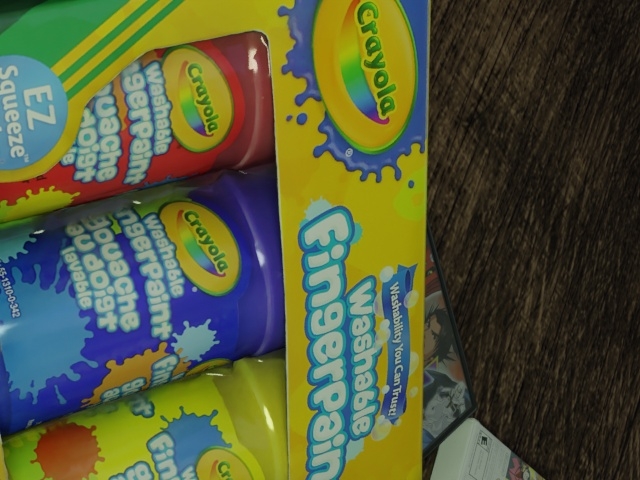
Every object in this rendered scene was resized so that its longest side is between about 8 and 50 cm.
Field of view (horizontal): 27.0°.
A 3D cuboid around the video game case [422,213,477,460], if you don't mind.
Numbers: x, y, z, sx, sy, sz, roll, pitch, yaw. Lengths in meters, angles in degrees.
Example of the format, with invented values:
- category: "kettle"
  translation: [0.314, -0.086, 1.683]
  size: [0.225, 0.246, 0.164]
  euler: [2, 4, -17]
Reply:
- category: "video game case"
  translation: [0.052, 0.112, 1.345]
  size: [0.248, 0.035, 0.275]
  euler: [-35, 115, -43]

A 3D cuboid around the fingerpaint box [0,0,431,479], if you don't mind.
- category: "fingerpaint box"
  translation: [-0.119, 0.025, 0.891]
  size: [0.371, 0.163, 0.445]
  euler: [-16, 121, -26]

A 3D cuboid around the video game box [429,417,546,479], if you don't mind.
- category: "video game box"
  translation: [0.180, 0.329, 1.483]
  size: [0.187, 0.048, 0.205]
  euler: [41, 56, -35]
